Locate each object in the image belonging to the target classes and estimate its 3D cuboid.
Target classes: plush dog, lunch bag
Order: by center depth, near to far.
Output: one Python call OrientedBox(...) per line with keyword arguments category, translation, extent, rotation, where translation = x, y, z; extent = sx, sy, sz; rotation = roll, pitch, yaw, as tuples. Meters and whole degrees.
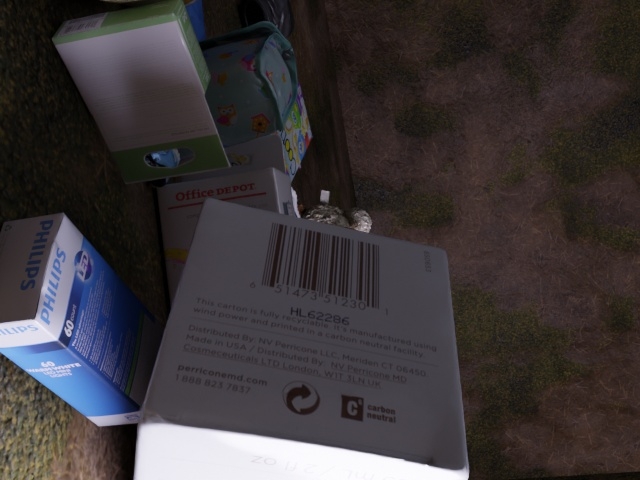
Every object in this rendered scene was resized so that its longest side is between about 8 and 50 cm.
OrientedBox(category="lunch bag", translation=(-0.162, -0.272, 1.205), extent=(0.262, 0.223, 0.160), rotation=(-81, 154, -56))
OrientedBox(category="plush dog", translation=(0.000, 0.000, 1.932), extent=(0.210, 0.262, 0.225), rotation=(40, 20, -22))

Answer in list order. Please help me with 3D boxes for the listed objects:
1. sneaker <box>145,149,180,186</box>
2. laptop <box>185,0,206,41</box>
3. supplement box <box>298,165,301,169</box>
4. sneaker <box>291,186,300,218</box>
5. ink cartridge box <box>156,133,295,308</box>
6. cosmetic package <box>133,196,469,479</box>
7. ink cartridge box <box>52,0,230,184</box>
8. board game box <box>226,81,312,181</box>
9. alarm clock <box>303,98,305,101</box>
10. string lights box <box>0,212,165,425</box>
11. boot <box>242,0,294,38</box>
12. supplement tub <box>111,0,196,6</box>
OrientedBox(category="sneaker", translation=(-0.260, -0.144, 1.055), extent=(0.162, 0.063, 0.073), rotation=(67, 22, -51))
OrientedBox(category="laptop", translation=(-0.182, -0.576, 1.259), extent=(0.236, 0.408, 0.382), rotation=(49, 6, 4))
OrientedBox(category="supplement box", translation=(-0.090, -0.218, 1.942), extent=(0.083, 0.055, 0.043), rotation=(-9, 91, -79))
OrientedBox(category="sneaker", translation=(-0.102, -0.063, 1.728), extent=(0.235, 0.090, 0.095), rotation=(63, 32, -55))
OrientedBox(category="ink cartridge box", translation=(-0.146, 0.001, 1.146), extent=(0.119, 0.207, 0.353), rotation=(8, 73, -79))
OrientedBox(category="cosmetic package", translation=(-0.042, 0.219, 0.888), extent=(0.327, 0.329, 0.394), rotation=(-86, -171, -46))
OrientedBox(category="ink cartridge box", translation=(-0.232, -0.196, 0.950), extent=(0.056, 0.171, 0.235), rotation=(-85, 164, -47))
OrientedBox(category="board game box", translation=(-0.124, -0.216, 1.497), extent=(0.275, 0.142, 0.144), rotation=(-71, 151, -54))
OrientedBox(category="alarm clock", translation=(-0.140, -0.354, 1.648), extent=(0.192, 0.129, 0.064), rotation=(40, -2, -26))
OrientedBox(category="string lights box", translation=(-0.272, 0.101, 0.796), extent=(0.260, 0.076, 0.133), rotation=(67, 18, -51))
OrientedBox(category="boot", translation=(-0.151, -0.653, 1.811), extent=(0.223, 0.118, 0.338), rotation=(-72, 148, -54))
OrientedBox(category="supplement tub", translation=(-0.243, -0.421, 0.900), extent=(0.316, 0.228, 0.228), rotation=(-56, 137, -73))
